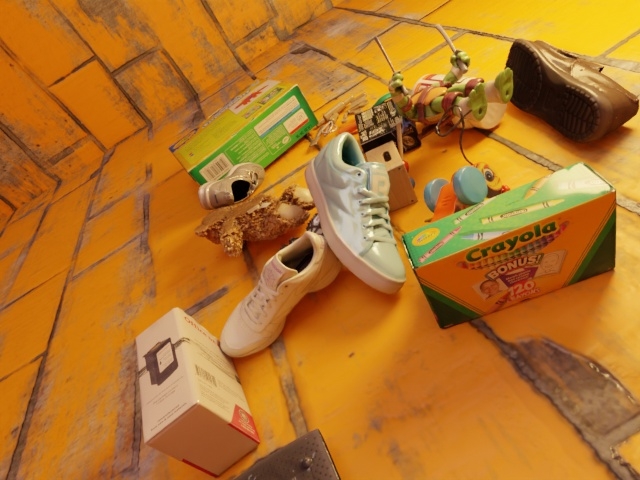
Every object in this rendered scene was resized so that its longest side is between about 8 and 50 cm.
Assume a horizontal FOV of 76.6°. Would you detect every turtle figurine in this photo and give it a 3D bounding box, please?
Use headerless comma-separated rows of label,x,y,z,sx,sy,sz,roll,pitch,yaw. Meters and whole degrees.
turtle figurine,0.253,-0.356,0.870,0.266,0.198,0.274,28,112,49

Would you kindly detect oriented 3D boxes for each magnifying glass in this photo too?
magnifying glass,0.157,-0.378,1.223,0.231,0.092,0.026,-25,65,27

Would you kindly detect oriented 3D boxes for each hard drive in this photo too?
hard drive,-0.072,0.399,0.547,0.255,0.054,0.172,-34,37,-2

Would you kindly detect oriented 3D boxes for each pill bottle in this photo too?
pill bottle,0.342,-0.348,1.017,0.121,0.121,0.221,-41,39,-10

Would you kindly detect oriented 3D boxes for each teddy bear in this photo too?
teddy bear,-0.156,-0.044,1.037,0.338,0.113,0.245,-21,29,13

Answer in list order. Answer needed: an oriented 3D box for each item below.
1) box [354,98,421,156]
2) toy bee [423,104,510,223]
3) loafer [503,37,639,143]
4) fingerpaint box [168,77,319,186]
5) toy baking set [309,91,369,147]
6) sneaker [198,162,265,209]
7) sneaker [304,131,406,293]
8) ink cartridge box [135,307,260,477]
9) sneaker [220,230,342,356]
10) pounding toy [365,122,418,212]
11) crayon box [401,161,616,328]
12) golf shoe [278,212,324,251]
box,0.182,-0.305,1.118,0.147,0.077,0.180,-21,39,14
toy bee,0.291,-0.086,0.755,0.298,0.162,0.195,-69,23,2
loafer,0.531,-0.333,0.886,0.130,0.133,0.365,-9,49,-7
fingerpaint box,-0.284,-0.367,1.435,0.445,0.163,0.371,-41,36,-7
toy baking set,0.051,-0.405,1.329,0.256,0.030,0.196,-36,26,7
sneaker,-0.230,-0.156,1.199,0.115,0.105,0.281,3,29,24
sneaker,0.080,-0.074,0.796,0.150,0.135,0.366,-51,53,35
ink cartridge box,-0.220,0.256,0.710,0.100,0.172,0.237,-37,38,-4
sneaker,-0.098,0.097,0.798,0.305,0.152,0.114,-46,60,-4
pounding toy,0.170,-0.169,0.934,0.100,0.130,0.141,-22,39,13
crayon box,0.285,0.017,0.621,0.279,0.165,0.081,-23,39,13
golf shoe,0.000,0.000,0.931,0.094,0.077,0.198,33,74,33
